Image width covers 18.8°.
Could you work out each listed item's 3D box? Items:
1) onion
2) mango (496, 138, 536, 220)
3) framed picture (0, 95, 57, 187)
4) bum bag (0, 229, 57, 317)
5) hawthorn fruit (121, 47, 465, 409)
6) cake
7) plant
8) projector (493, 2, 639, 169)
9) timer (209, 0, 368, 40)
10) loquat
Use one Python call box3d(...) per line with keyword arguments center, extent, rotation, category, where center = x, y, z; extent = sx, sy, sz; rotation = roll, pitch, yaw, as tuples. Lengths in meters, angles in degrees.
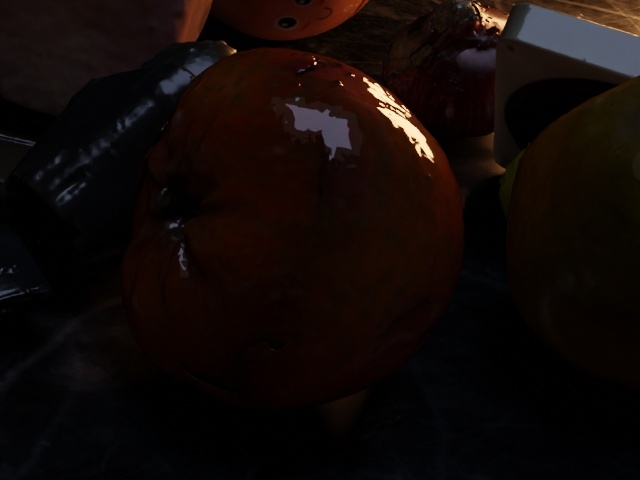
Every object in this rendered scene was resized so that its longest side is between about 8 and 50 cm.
box3d(center=(0.151, -0.190, 2.006), extent=(0.184, 0.147, 0.184), rotation=(1, 38, 0), category="onion")
box3d(center=(0.249, -0.029, 1.773), extent=(0.178, 0.119, 0.100), rotation=(17, 67, -3), category="mango")
box3d(center=(-0.261, -0.098, 1.791), extent=(0.281, 0.019, 0.209), rotation=(32, 33, 33), category="framed picture")
box3d(center=(-0.326, 0.045, 1.448), extent=(0.248, 0.060, 0.123), rotation=(-13, 35, -37), category="bum bag")
box3d(center=(0.000, 0.000, 1.485), extent=(0.307, 0.276, 0.276), rotation=(14, 18, -47), category="hawthorn fruit")
box3d(center=(-0.217, -0.259, 1.849), extent=(0.237, 0.230, 0.309), rotation=(15, 19, -3), category="cake")
box3d(center=(-0.146, -0.067, 1.620), extent=(0.256, 0.142, 0.164), rotation=(-42, 22, -31), category="plant")
box3d(center=(0.288, -0.099, 1.813), extent=(0.259, 0.257, 0.079), rotation=(19, 68, 13), category="projector")
box3d(center=(-0.039, -0.331, 2.103), extent=(0.229, 0.230, 0.215), rotation=(31, 42, 32), category="timer")
box3d(center=(0.287, -0.016, 1.580), extent=(0.276, 0.284, 0.276), rotation=(2, 57, -3), category="loquat")
